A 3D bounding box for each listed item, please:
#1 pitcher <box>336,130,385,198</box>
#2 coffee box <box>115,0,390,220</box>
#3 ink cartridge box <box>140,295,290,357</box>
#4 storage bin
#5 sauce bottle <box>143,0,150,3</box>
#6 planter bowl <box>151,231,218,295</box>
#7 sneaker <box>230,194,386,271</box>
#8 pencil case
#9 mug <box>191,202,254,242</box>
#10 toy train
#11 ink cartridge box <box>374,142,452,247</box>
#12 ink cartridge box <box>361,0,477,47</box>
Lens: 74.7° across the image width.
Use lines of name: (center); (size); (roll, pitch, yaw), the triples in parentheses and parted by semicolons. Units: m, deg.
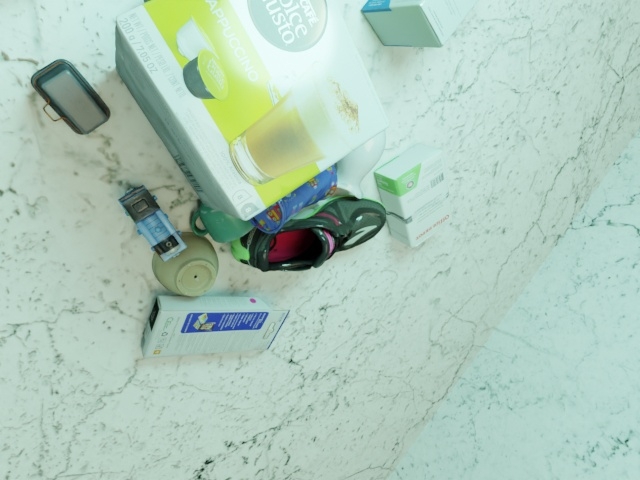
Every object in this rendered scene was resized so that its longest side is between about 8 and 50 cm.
pitcher: (0.078, -0.239, 1.174); (0.178, 0.125, 0.207); (11, 117, -22)
coffee box: (-0.140, -0.278, 0.801); (0.334, 0.338, 0.337); (-36, 111, -16)
ink cartridge box: (-0.280, 0.235, 1.155); (0.371, 0.069, 0.175); (8, 123, -35)
storage bin: (-0.471, -0.261, 0.792); (0.098, 0.091, 0.135); (-40, 128, -12)
sauce bottle: (-0.192, -0.543, 0.834); (0.344, 0.111, 0.111); (-39, 129, -11)
planter bowl: (-0.323, 0.072, 1.045); (0.162, 0.109, 0.162); (-16, 120, -29)
sneaker: (0.000, 0.000, 1.171); (0.483, 0.202, 0.185); (-17, 121, -27)
pencil case: (-0.069, -0.120, 1.052); (0.133, 0.119, 0.306); (-42, 178, 37)
mug: (-0.240, -0.064, 1.022); (0.158, 0.129, 0.097); (-35, 125, -16)
toy train: (-0.374, -0.037, 0.937); (0.080, 0.105, 0.184); (-35, 104, -16)
ink cartridge box: (0.310, -0.145, 1.372); (0.198, 0.115, 0.272); (-33, 127, -17)
ink cartridge box: (0.288, -0.645, 1.041); (0.307, 0.223, 0.129); (-52, 130, -2)
